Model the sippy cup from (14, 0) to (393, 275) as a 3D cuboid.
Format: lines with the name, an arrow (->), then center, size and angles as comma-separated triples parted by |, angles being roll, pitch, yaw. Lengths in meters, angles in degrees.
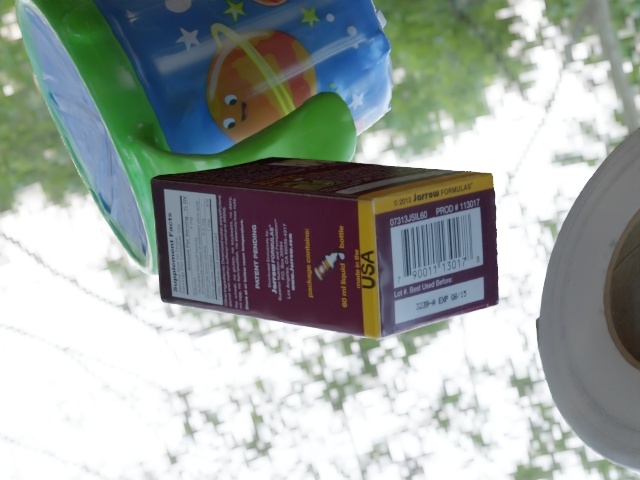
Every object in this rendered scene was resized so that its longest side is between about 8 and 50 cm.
sippy cup -> -0.076, -0.124, 1.324 | 0.224, 0.240, 0.305 | -26, -114, -14

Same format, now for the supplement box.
supplement box -> 0.000, 0.000, 1.048 | 0.104, 0.080, 0.188 | -12, -167, -43

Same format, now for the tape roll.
tape roll -> 0.280, 0.048, 1.116 | 0.246, 0.169, 0.246 | -27, -129, 40

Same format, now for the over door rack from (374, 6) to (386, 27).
over door rack -> -0.107, -0.188, 1.734 | 0.108, 0.239, 0.324 | 27, -110, 42
